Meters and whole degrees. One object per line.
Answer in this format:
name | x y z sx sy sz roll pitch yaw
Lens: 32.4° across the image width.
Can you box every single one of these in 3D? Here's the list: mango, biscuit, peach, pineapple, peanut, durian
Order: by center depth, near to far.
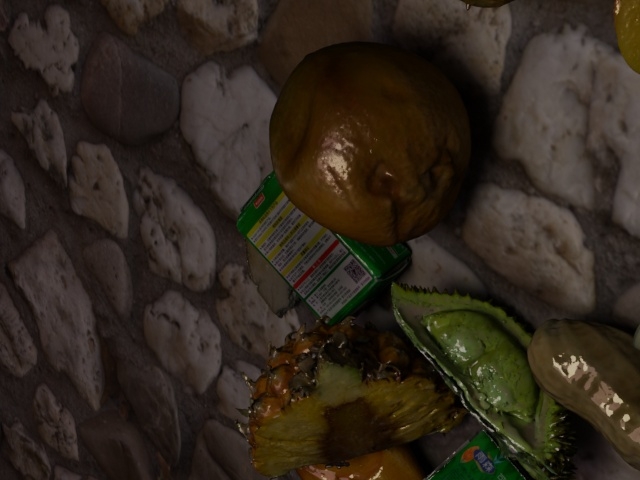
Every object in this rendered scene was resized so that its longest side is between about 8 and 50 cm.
peach | 0.396 -0.248 1.228 0.151 0.118 0.151 4 122 7
peanut | 0.386 0.200 1.368 0.290 0.130 0.130 43 129 24
durian | 0.222 0.199 1.502 0.352 0.169 0.158 51 132 22
pineapple | 0.025 0.167 1.595 0.286 0.344 0.209 73 -178 -49
mango | 0.073 0.366 1.738 0.187 0.138 0.257 -49 67 19
biscuit | -0.079 -0.009 1.850 0.141 0.038 0.290 27 121 38

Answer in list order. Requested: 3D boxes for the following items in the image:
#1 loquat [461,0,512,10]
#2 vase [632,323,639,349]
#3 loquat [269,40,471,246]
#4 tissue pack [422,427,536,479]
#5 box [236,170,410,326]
loquat | 0.214 -0.381 1.360 0.204 0.149 0.172 -51 36 6
vase | 0.502 0.185 1.221 0.321 0.173 0.173 46 131 33
loquat | 0.068 -0.134 1.511 0.284 0.276 0.276 27 122 57
tissue pack | 0.260 0.395 1.558 0.148 0.156 0.209 -43 64 5
box | 0.000 0.000 1.693 0.250 0.103 0.180 48 134 5
